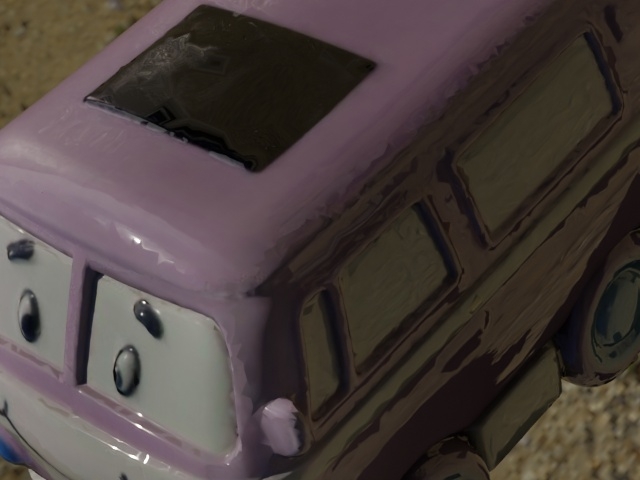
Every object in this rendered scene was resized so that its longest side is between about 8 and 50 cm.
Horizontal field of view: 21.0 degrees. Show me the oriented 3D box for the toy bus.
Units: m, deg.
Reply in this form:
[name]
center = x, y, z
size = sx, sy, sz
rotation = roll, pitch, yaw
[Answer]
[toy bus]
center = 0.000, 0.000, 0.496
size = 0.142, 0.202, 0.142
rotation = 25, 147, 36
